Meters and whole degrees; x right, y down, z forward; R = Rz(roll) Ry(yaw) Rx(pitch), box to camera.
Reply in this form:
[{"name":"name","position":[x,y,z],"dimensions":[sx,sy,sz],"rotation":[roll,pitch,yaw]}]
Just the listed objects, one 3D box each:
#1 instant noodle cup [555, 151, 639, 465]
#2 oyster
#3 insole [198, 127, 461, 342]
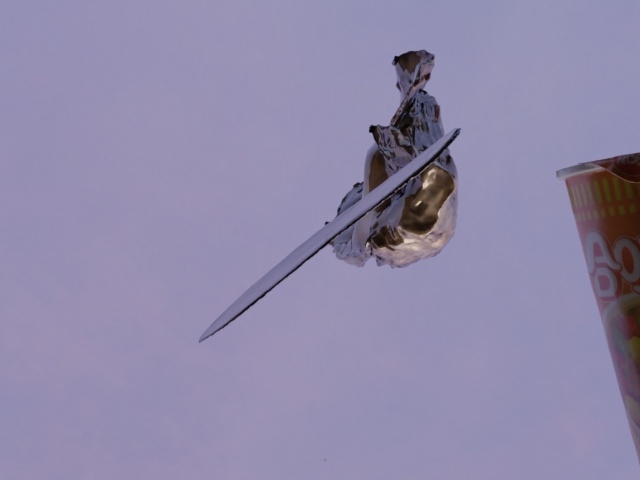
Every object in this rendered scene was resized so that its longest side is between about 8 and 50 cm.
[{"name":"instant noodle cup","position":[0.226,0.039,0.730],"dimensions":[0.168,0.168,0.185],"rotation":[-8,-92,-1]},{"name":"oyster","position":[0.074,-0.059,1.187],"dimensions":[0.100,0.275,0.271],"rotation":[8,-127,-7]},{"name":"insole","position":[0.000,0.000,0.513],"dimensions":[0.002,0.053,0.152],"rotation":[48,-52,-6]}]
